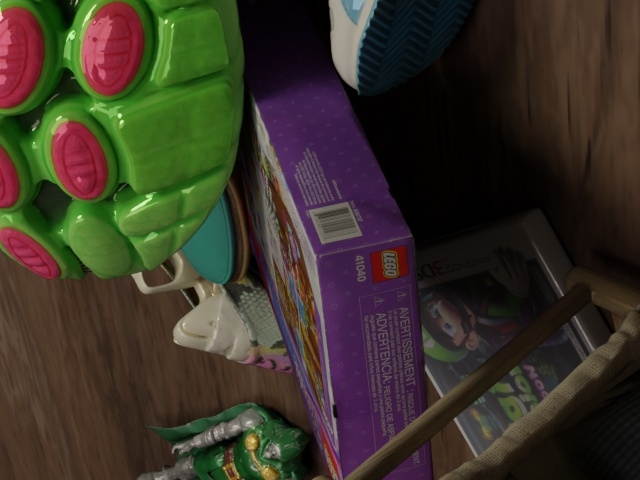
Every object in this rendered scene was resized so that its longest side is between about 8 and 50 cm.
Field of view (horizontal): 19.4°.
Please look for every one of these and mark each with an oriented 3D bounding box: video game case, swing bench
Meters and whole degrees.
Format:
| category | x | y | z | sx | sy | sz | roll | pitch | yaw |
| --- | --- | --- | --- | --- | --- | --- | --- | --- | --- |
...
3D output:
| category | x | y | z | sx | sy | sz | roll | pitch | yaw |
| --- | --- | --- | --- | --- | --- | --- | --- | --- | --- |
| video game case | 0.126 | 0.079 | 1.194 | 0.173 | 0.022 | 0.190 | -18 | 105 | 57 |
| swing bench | 0.180 | 0.147 | 0.956 | 0.255 | 0.253 | 0.165 | 5 | 121 | 44 |

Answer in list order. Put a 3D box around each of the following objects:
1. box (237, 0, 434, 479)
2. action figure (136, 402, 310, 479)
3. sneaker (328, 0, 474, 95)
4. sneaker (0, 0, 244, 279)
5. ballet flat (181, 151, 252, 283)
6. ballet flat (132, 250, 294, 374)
| category | x | y | z | sx | sy | sz | roll | pitch | yaw |
| --- | --- | --- | --- | --- | --- | --- | --- | --- | --- |
| box | 0.000 | 0.000 | 1.115 | 0.293 | 0.057 | 0.201 | -111 | 12 | -52 |
| action figure | -0.073 | 0.187 | 1.519 | 0.137 | 0.063 | 0.232 | 57 | 144 | 1 |
| sneaker | 0.033 | -0.186 | 1.023 | 0.092 | 0.087 | 0.228 | 37 | 137 | 37 |
| sneaker | -0.126 | -0.198 | 1.101 | 0.185 | 0.202 | 0.482 | 4 | 115 | 3 |
| ballet flat | -0.084 | -0.075 | 1.279 | 0.080 | 0.073 | 0.232 | 12 | 135 | 39 |
| ballet flat | -0.094 | 0.027 | 1.376 | 0.221 | 0.079 | 0.077 | 51 | 147 | 5 |
